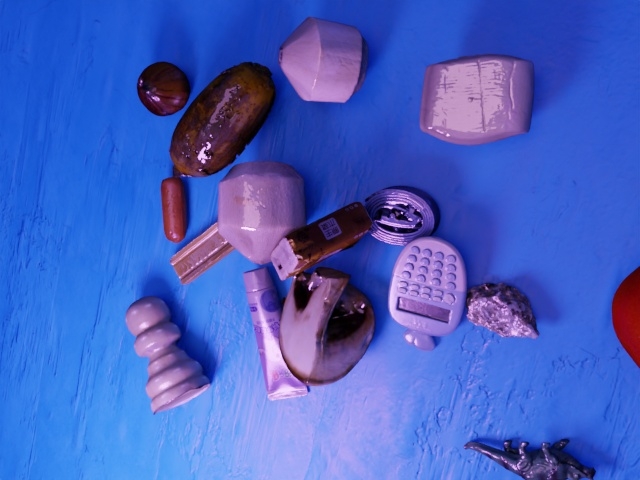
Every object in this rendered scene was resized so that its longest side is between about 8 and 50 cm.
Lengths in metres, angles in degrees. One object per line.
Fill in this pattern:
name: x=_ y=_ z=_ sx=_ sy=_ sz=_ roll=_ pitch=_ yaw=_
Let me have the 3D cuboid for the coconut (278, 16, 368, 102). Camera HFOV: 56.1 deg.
coconut: x=0.001 y=-0.445 z=1.488 sx=0.221 sy=0.202 sz=0.202 roll=3 pitch=90 yaw=-22

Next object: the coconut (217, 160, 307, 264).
coconut: x=-0.151 y=-0.070 z=1.570 sx=0.237 sy=0.237 sz=0.266 roll=-3 pitch=92 yaw=23

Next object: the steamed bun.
steamed bun: x=0.358 y=-0.319 z=1.384 sx=0.250 sy=0.155 sz=0.200 roll=3 pitch=96 yaw=17

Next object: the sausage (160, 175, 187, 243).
sausage: x=-0.431 y=-0.090 z=1.775 sx=0.076 sy=0.076 sz=0.198 roll=-2 pitch=91 yaw=23

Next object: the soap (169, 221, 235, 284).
soap: x=-0.332 y=0.028 z=1.757 sx=0.252 sy=0.037 sz=0.092 roll=-35 pitch=77 yaw=21

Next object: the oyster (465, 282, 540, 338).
oyster: x=0.430 y=0.165 z=1.423 sx=0.177 sy=0.064 sz=0.125 roll=6 pitch=99 yaw=25

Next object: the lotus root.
lotus root: x=-0.276 y=-0.320 z=1.638 sx=0.179 sy=0.196 sz=0.397 roll=49 pitch=111 yaw=20

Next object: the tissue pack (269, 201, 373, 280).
tissue pack: x=0.000 y=0.000 z=1.484 sx=0.092 sy=0.226 sz=0.183 roll=63 pitch=157 yaw=7

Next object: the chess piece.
chess piece: x=-0.468 y=0.318 z=1.764 sx=0.182 sy=0.182 sz=0.330 roll=-34 pitch=74 yaw=21

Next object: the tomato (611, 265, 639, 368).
tomato: x=0.743 y=0.165 z=1.197 sx=0.298 sy=0.226 sz=0.299 roll=3 pitch=98 yaw=22

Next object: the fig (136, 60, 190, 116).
fig: x=-0.462 y=-0.426 z=1.731 sx=0.148 sy=0.202 sz=0.149 roll=-15 pitch=122 yaw=36

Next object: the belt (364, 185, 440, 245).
belt: x=0.199 y=-0.064 z=1.500 sx=0.190 sy=0.082 sz=0.142 roll=10 pitch=106 yaw=23

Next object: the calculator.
calculator: x=0.261 y=0.134 z=1.476 sx=0.188 sy=0.042 sz=0.303 roll=14 pitch=115 yaw=18

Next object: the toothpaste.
toothpaste: x=-0.132 y=0.259 z=1.671 sx=0.125 sy=0.080 sz=0.371 roll=-13 pitch=94 yaw=20

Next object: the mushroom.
mushroom: x=0.012 y=0.202 z=1.577 sx=0.217 sy=0.211 sz=0.292 roll=-157 pitch=68 yaw=-63

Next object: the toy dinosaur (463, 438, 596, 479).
toy dinosaur: x=0.484 y=0.500 z=1.404 sx=0.291 sy=0.079 sz=0.120 roll=17 pitch=97 yaw=25
